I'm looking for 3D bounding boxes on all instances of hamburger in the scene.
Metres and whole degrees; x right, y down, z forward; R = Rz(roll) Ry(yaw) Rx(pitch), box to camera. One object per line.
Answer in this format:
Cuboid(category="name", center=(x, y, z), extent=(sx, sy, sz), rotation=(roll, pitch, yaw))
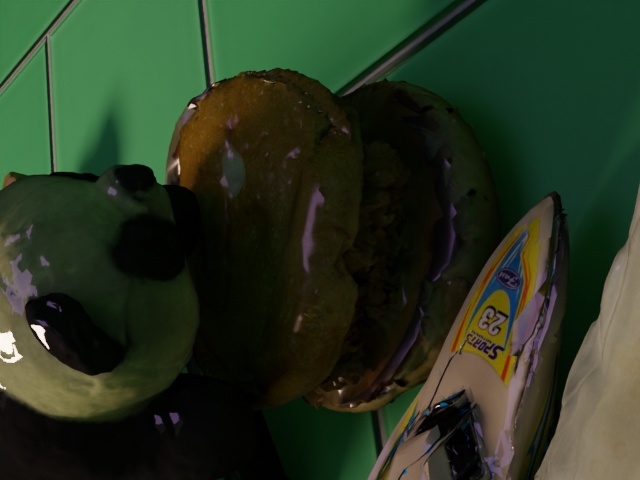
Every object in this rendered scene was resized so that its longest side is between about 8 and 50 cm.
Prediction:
Cuboid(category="hamburger", center=(0.000, 0.000, 0.600), extent=(0.185, 0.113, 0.177), rotation=(-48, 53, 51))

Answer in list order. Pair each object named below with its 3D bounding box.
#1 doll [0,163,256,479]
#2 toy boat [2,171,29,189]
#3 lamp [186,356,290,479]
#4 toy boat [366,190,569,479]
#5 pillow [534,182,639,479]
Cuboid(category="doll", center=(-0.114, 0.060, 0.562), extent=(0.234, 0.135, 0.143), rotation=(-51, 52, 46))
Cuboid(category="toy boat", center=(-0.262, 0.094, 0.963), extent=(0.115, 0.089, 0.310), rotation=(31, 108, 52))
Cuboid(category="lamp", center=(-0.211, 0.201, 0.762), extent=(0.272, 0.374, 0.205), rotation=(92, 157, -60))
Cuboid(category="toy boat", center=(0.066, 0.078, 0.518), extent=(0.084, 0.066, 0.210), rotation=(32, 109, 51))
Cuboid(category="pillow", center=(0.143, 0.043, 0.427), extent=(0.128, 0.051, 0.229), rotation=(28, 108, 46))
